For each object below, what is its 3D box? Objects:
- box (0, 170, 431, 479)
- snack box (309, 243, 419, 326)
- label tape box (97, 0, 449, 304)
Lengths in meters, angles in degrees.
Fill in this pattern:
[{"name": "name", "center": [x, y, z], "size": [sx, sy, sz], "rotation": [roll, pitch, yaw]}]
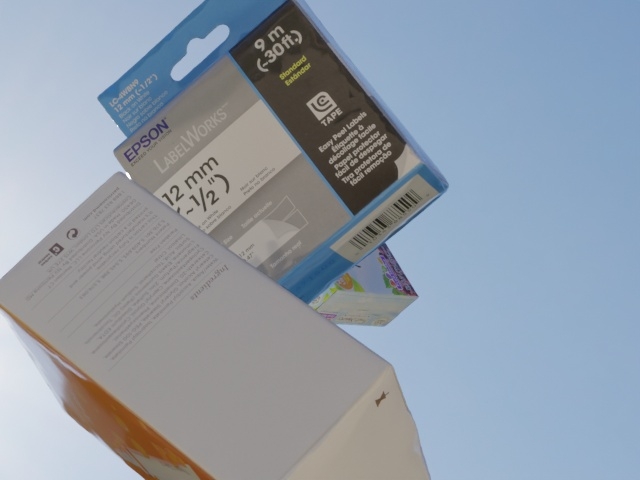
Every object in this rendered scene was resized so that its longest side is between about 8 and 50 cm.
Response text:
[{"name": "box", "center": [-0.094, 0.131, 1.542], "size": [0.345, 0.168, 0.215], "rotation": [34, -21, 32]}, {"name": "snack box", "center": [0.000, 0.000, 2.072], "size": [0.070, 0.207, 0.174], "rotation": [-44, -28, 25]}, {"name": "label tape box", "center": [-0.073, -0.113, 1.811], "size": [0.249, 0.348, 0.115], "rotation": [-40, -20, 8]}]
